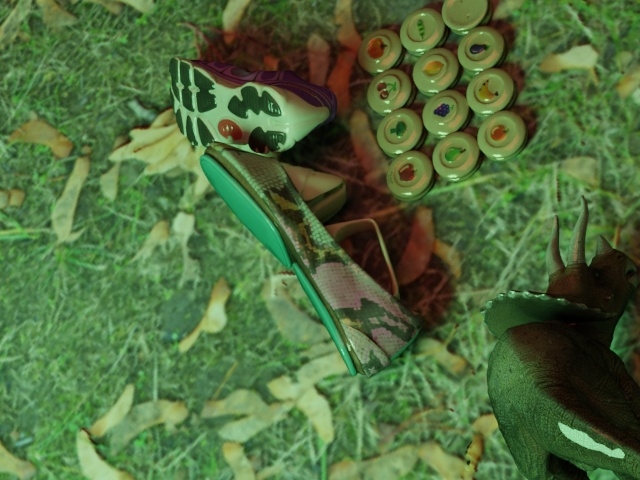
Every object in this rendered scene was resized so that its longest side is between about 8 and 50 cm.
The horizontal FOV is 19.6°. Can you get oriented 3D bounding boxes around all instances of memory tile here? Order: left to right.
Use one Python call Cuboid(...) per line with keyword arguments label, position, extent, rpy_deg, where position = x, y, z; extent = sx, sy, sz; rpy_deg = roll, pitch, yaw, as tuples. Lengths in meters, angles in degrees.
Cuboid(label="memory tile", position=(0.087, -0.108, 1.348), extent=(0.113, 0.012, 0.148), rpy_deg=(-22, 60, 19))

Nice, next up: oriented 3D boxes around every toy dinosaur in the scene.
Cuboid(label="toy dinosaur", position=(0.148, 0.103, 1.112), extent=(0.121, 0.313, 0.160), rpy_deg=(-39, 94, 21))

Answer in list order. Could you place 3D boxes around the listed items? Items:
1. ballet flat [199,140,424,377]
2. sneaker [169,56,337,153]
Cuboid(label="ballet flat", position=(0.000, 0.000, 1.323), extent=(0.079, 0.077, 0.221), rpy_deg=(-33, 61, -9))
Cuboid(label="sneaker", position=(-0.053, -0.103, 1.401), extent=(0.170, 0.071, 0.068), rpy_deg=(20, 121, 45))
